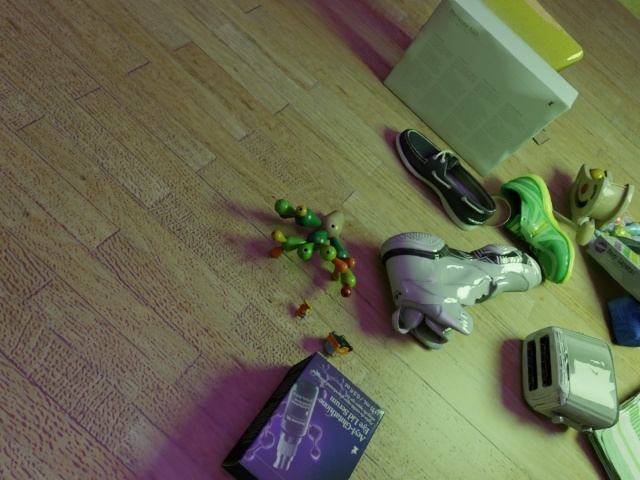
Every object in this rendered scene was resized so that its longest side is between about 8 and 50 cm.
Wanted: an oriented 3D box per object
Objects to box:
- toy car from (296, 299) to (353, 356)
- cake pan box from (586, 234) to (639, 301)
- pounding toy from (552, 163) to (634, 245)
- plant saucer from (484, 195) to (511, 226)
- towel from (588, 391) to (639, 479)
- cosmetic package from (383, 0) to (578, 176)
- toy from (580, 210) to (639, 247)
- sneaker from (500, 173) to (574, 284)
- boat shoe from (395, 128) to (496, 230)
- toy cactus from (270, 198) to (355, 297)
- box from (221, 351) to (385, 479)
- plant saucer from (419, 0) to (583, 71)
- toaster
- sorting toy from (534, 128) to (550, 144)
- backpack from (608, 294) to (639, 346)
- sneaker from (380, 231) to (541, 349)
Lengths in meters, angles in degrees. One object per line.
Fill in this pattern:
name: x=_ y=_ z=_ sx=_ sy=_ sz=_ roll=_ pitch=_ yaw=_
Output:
toy car: x=0.005 y=0.168 z=0.878 sx=0.040 sy=0.060 sz=0.122 roll=-47 pitch=68 yaw=7
cake pan box: x=0.866 y=0.093 z=1.234 sx=0.245 sy=0.070 sz=0.267 roll=9 pitch=35 yaw=-26
pounding toy: x=0.710 y=-0.124 z=1.265 sx=0.154 sy=0.154 sz=0.270 roll=18 pitch=42 yaw=7
plant saucer: x=0.430 y=-0.071 z=1.186 sx=0.083 sy=0.015 sz=0.083 roll=-5 pitch=69 yaw=13
towel: x=0.749 y=0.460 z=1.041 sx=0.324 sy=0.038 sz=0.248 roll=-18 pitch=75 yaw=-27
cosmetic package: x=0.381 y=-0.382 z=1.182 sx=0.377 sy=0.284 sz=0.097 roll=44 pitch=55 yaw=0
toy: x=0.852 y=-0.041 z=1.367 sx=0.237 sy=0.056 sz=0.137 roll=2 pitch=62 yaw=-25
sneaker: x=0.532 y=-0.024 z=1.192 sx=0.123 sy=0.109 sz=0.296 roll=-11 pitch=69 yaw=-7
boat shoe: x=0.306 y=-0.166 z=1.150 sx=0.302 sy=0.091 sz=0.114 roll=48 pitch=55 yaw=4
toy cactus: x=0.000 y=0.000 z=0.929 sx=0.219 sy=0.112 sz=0.180 roll=40 pitch=36 yaw=1
box: x=-0.023 y=0.307 z=0.736 sx=0.153 sy=0.108 sz=0.207 roll=41 pitch=54 yaw=-2
plant saucer: x=0.437 y=-0.497 z=1.245 sx=0.333 sy=0.332 sz=0.081 roll=40 pitch=74 yaw=-9
toaster: x=0.520 y=0.277 z=0.999 sx=0.146 sy=0.129 sz=0.227 roll=21 pitch=59 yaw=-12
sorting toy: x=0.676 y=-0.326 z=1.458 sx=0.083 sy=0.012 sz=0.062 roll=-31 pitch=75 yaw=-31
backpack: x=0.793 y=0.196 z=1.189 sx=0.097 sy=0.101 sz=0.120 roll=14 pitch=58 yaw=-26
sneaker: x=0.297 y=0.116 z=0.977 sx=0.365 sy=0.137 sz=0.210 roll=10 pitch=61 yaw=-15
